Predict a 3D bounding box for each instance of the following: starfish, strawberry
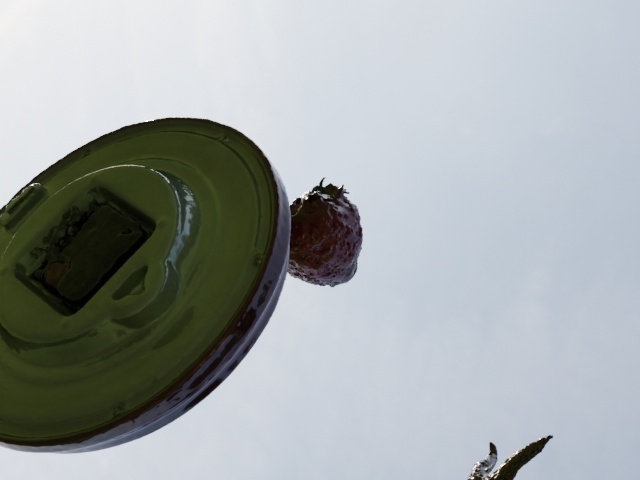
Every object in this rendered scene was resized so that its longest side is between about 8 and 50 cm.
[{"bbox_3d":[0.139,0.205,0.869,0.133,0.041,0.130,-61,-160,-3],"label":"starfish"},{"bbox_3d":[-0.001,0.001,1.065,0.106,0.106,0.106,-18,-116,42],"label":"strawberry"}]

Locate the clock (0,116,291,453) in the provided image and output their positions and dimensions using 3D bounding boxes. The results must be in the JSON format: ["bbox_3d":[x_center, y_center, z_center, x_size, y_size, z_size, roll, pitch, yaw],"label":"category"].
[{"bbox_3d":[-0.172,0.023,0.878,0.319,0.080,0.318,-16,-135,17],"label":"clock"}]
